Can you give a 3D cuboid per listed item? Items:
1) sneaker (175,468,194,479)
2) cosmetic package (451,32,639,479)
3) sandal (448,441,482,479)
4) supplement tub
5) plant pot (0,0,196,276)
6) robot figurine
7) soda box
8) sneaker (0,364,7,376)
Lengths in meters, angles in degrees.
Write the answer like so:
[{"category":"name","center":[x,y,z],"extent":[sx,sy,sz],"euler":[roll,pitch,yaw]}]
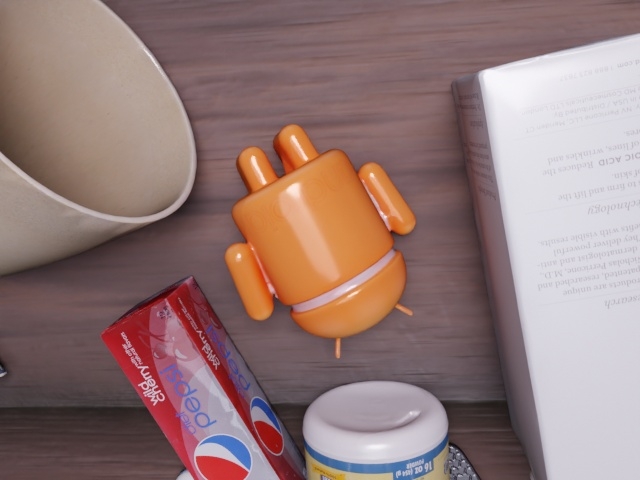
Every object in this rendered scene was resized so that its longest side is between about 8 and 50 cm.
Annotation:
[{"category":"sneaker","center":[-0.120,0.368,0.752],"extent":[0.085,0.086,0.237],"euler":[-7,99,9]},{"category":"cosmetic package","center":[0.228,0.030,0.584],"extent":[0.156,0.217,0.384],"euler":[-12,102,8]},{"category":"sandal","center":[0.174,0.301,0.737],"extent":[0.067,0.040,0.179],"euler":[-31,83,5]},{"category":"supplement tub","center":[0.060,0.259,0.681],"extent":[0.145,0.144,0.199],"euler":[-4,101,6]},{"category":"plant pot","center":[-0.304,-0.070,0.618],"extent":[0.274,0.256,0.256],"euler":[-29,98,26]},{"category":"robot figurine","center":[-0.002,0.001,0.644],"extent":[0.128,0.158,0.219],"euler":[-23,100,43]},{"category":"soda box","center":[-0.113,0.175,0.707],"extent":[0.084,0.092,0.263],"euler":[-29,97,12]},{"category":"sneaker","center":[-0.421,0.197,0.755],"extent":[0.086,0.064,0.192],"euler":[31,100,4]}]
